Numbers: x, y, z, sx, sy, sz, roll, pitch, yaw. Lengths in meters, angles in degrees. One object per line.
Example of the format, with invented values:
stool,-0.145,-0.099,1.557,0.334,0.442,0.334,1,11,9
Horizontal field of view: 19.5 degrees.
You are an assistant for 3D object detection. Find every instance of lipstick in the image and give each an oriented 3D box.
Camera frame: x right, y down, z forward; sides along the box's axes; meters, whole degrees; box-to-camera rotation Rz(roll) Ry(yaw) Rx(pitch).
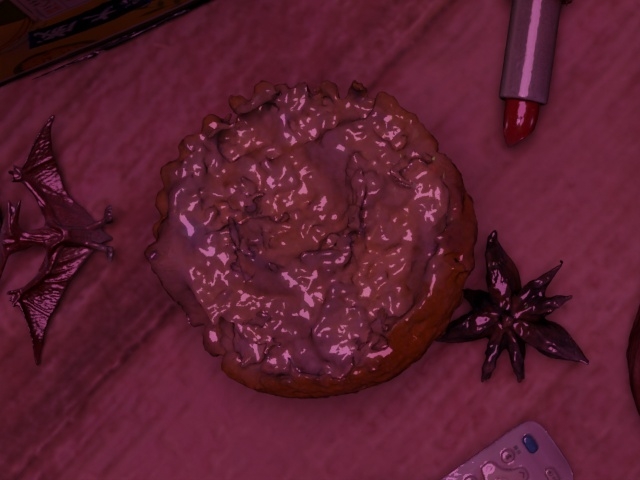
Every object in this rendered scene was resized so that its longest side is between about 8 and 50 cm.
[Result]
lipstick,0.182,-0.171,1.608,0.063,0.057,0.186,8,89,35

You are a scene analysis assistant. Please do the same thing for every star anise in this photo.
star anise,0.171,0.070,1.571,0.129,0.056,0.124,33,98,12

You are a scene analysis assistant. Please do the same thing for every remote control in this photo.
remote control,0.105,0.238,1.564,0.229,0.044,0.073,-35,92,-3

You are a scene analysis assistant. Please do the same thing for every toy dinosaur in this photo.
toy dinosaur,-0.235,0.000,1.630,0.108,0.032,0.220,2,88,-6

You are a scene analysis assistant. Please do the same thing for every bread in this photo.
bread,0.000,0.000,1.555,0.274,0.149,0.274,-1,84,12

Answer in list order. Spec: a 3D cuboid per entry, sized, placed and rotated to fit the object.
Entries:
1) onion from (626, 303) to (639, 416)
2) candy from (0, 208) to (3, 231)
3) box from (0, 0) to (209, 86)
onion,0.376,0.060,1.523,0.227,0.120,0.283,9,83,2
candy,-0.326,-0.016,1.615,0.085,0.110,0.095,8,68,8
box,-0.228,-0.257,1.474,0.373,0.420,0.138,-25,82,2
